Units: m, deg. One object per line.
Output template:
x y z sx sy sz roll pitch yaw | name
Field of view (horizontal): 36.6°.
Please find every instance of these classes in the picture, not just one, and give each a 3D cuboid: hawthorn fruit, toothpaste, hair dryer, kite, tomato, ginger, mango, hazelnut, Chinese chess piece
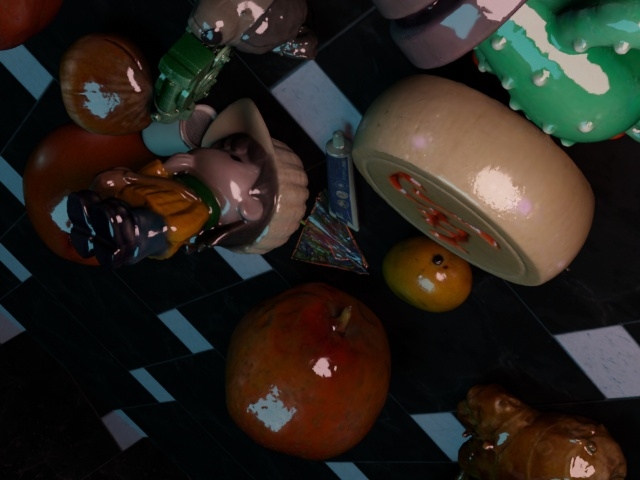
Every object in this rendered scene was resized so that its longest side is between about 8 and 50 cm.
-0.004 0.186 1.509 0.277 0.277 0.298 37 132 8 | hawthorn fruit
0.029 -0.081 1.305 0.057 0.035 0.197 33 154 24 | toothpaste
-0.159 -0.110 1.483 0.131 0.073 0.236 1 141 52 | hair dryer
0.000 0.000 1.475 0.183 0.014 0.241 41 153 2 | kite
-0.348 -0.081 1.554 0.224 0.255 0.256 52 156 20 | tomato
0.312 0.359 1.444 0.274 0.152 0.358 23 145 30 | ginger
0.135 0.044 1.293 0.163 0.089 0.111 9 140 57 | mango
-0.301 -0.223 1.397 0.150 0.150 0.150 30 150 20 | hazelnut
0.158 -0.060 1.022 0.273 0.102 0.273 34 172 5 | Chinese chess piece

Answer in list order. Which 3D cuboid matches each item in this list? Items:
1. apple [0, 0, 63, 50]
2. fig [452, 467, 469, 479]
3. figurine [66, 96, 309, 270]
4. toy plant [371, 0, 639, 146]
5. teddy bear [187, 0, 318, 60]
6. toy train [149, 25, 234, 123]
-0.452 -0.375 1.305 0.234 0.234 0.234 30 150 20 | apple
0.249 0.484 1.716 0.216 0.217 0.321 25 120 27 | fig
-0.165 -0.040 1.296 0.185 0.332 0.205 22 137 42 | figurine
0.164 -0.208 0.817 0.400 0.185 0.279 43 143 -21 | toy plant
-0.107 -0.296 1.063 0.251 0.144 0.171 35 142 7 | teddy bear
-0.180 -0.219 1.297 0.071 0.105 0.178 39 153 -4 | toy train
